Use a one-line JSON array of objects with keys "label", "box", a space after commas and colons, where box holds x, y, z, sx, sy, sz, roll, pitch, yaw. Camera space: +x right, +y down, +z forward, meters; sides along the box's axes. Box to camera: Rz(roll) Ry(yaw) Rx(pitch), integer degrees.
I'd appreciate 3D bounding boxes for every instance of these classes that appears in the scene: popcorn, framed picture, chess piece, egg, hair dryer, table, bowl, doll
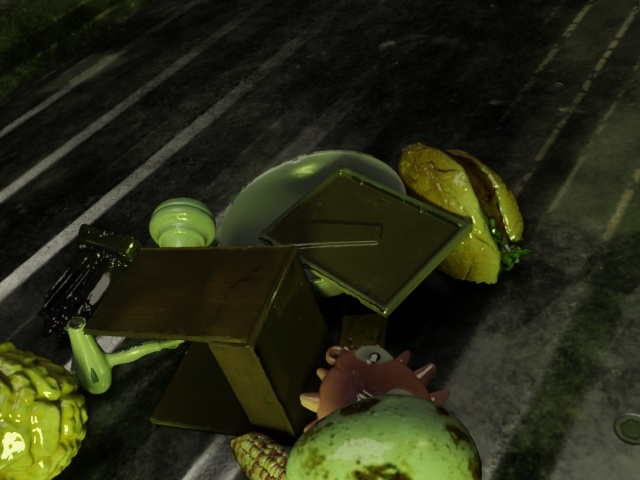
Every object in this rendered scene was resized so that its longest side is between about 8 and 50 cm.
[{"label": "popcorn", "box": [-0.502, 0.289, 0.999, 0.258, 0.224, 0.270, -43, 50, -2]}, {"label": "framed picture", "box": [0.065, -0.013, 1.027, 0.289, 0.016, 0.213, 29, 60, 37]}, {"label": "chess piece", "box": [-0.281, 0.055, 1.270, 0.139, 0.139, 0.272, -13, 51, 9]}, {"label": "egg", "box": [0.074, 0.263, 0.732, 0.231, 0.169, 0.169, 6, 37, -14]}, {"label": "hair dryer", "box": [-0.346, 0.175, 1.101, 0.199, 0.167, 0.067, -27, 45, -8]}, {"label": "table", "box": [-0.157, 0.159, 0.977, 0.282, 0.251, 0.196, 0, 43, 22]}, {"label": "bowl", "box": [0.000, 0.000, 1.163, 0.345, 0.157, 0.345, -11, 43, 11]}, {"label": "doll", "box": [0.082, 0.248, 0.892, 0.211, 0.093, 0.262, -21, 49, -10]}]

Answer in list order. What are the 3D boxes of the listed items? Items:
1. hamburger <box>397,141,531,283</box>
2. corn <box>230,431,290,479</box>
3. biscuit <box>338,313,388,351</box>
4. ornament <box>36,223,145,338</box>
[{"label": "hamburger", "box": [0.228, -0.067, 1.113, 0.132, 0.211, 0.309, -24, 37, -13]}, {"label": "corn", "box": [-0.038, 0.327, 0.853, 0.237, 0.079, 0.079, 24, 56, 41]}, {"label": "biscuit", "box": [0.072, 0.155, 1.067, 0.081, 0.018, 0.083, -6, 41, 18]}, {"label": "ornament", "box": [-0.491, 0.097, 1.321, 0.251, 0.106, 0.260, 11, 57, 42]}]
